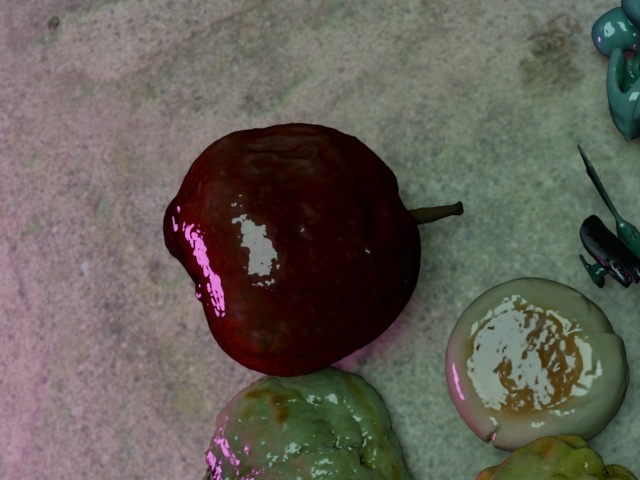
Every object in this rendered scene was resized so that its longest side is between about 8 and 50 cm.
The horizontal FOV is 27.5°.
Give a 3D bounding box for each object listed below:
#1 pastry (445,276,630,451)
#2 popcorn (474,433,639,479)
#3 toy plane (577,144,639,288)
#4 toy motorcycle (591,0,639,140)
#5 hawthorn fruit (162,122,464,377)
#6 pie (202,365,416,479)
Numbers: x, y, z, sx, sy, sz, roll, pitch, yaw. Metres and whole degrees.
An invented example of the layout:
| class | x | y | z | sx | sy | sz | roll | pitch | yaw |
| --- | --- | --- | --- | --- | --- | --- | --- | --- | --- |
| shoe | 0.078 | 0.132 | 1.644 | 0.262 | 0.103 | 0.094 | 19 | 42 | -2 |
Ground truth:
| class | x | y | z | sx | sy | sz | roll | pitch | yaw |
| --- | --- | --- | --- | --- | --- | --- | --- | --- | --- |
| pastry | 0.187 | 0.109 | 1.133 | 0.156 | 0.092 | 0.156 | -6 | 73 | 19 |
| popcorn | 0.195 | 0.278 | 1.030 | 0.266 | 0.192 | 0.233 | -37 | 78 | 27 |
| toy plane | 0.311 | 0.083 | 1.072 | 0.106 | 0.155 | 0.381 | -30 | 54 | 9 |
| toy motorcycle | 0.347 | -0.181 | 1.157 | 0.198 | 0.109 | 0.296 | 33 | 90 | 32 |
| hawthorn fruit | 0.000 | 0.000 | 1.170 | 0.266 | 0.210 | 0.230 | -11 | 43 | -20 |
| pie | -0.016 | 0.235 | 1.164 | 0.201 | 0.090 | 0.248 | -26 | 66 | 11 |
